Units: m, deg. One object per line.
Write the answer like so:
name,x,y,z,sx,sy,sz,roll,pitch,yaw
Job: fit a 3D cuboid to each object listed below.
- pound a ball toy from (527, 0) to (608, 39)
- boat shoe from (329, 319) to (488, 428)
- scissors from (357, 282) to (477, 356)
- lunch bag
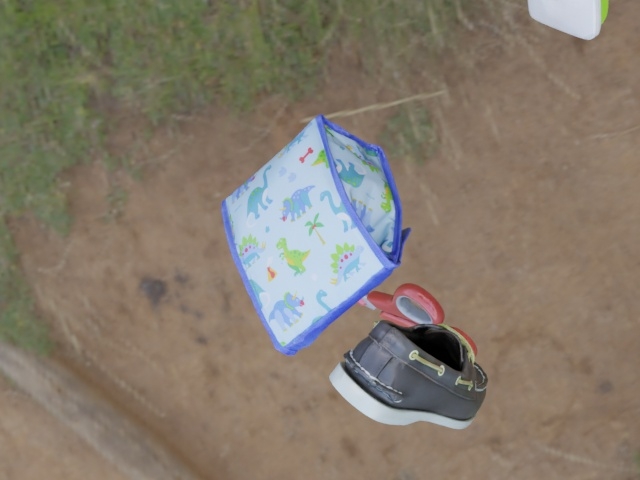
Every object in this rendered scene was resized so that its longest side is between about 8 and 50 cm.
pound a ball toy,0.289,-0.352,1.257,0.136,0.208,0.319,36,149,43
boat shoe,0.091,0.105,1.043,0.081,0.228,0.068,41,104,25
scissors,0.061,0.076,1.399,0.109,0.021,0.297,50,160,-25
lunch bag,0.000,0.000,1.019,0.129,0.096,0.151,-42,41,28
